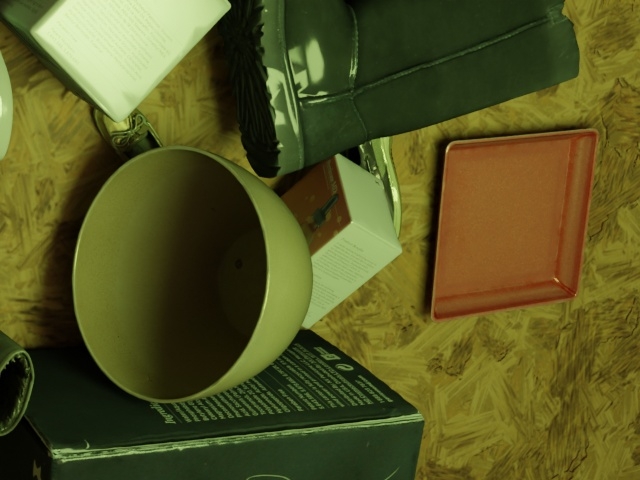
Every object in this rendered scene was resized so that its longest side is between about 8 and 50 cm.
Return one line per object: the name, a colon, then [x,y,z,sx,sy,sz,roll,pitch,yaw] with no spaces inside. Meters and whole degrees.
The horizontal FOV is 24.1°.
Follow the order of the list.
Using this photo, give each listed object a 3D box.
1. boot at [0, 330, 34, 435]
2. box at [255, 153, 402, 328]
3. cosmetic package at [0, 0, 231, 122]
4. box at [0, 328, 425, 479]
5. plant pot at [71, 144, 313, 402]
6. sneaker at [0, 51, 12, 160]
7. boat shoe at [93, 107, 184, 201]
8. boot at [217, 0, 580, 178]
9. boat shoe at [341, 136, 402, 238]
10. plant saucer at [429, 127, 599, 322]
boot: [-0.380,0.088,1.639,0.076,0.208,0.190,-4,110,-31]
box: [0.000,0.000,1.846,0.091,0.130,0.170,29,122,-35]
cosmetic package: [-0.231,-0.256,1.633,0.184,0.151,0.151,-47,125,-6]
box: [-0.175,0.388,1.826,0.471,0.297,0.480,-2,110,-32]
plant pot: [-0.117,0.044,1.725,0.191,0.284,0.284,9,104,-55]
sneaker: [-0.418,-0.194,1.577,0.151,0.094,0.256,-19,107,-31]
boat shoe: [-0.210,-0.108,1.766,0.056,0.048,0.153,-39,124,-13]
boot: [0.099,-0.300,1.767,0.445,0.146,0.367,-19,120,-23]
boat shoe: [0.053,-0.094,1.918,0.073,0.080,0.224,-13,110,-21]
plant saucer: [0.259,-0.028,2.082,0.259,0.047,0.258,-7,112,-28]
